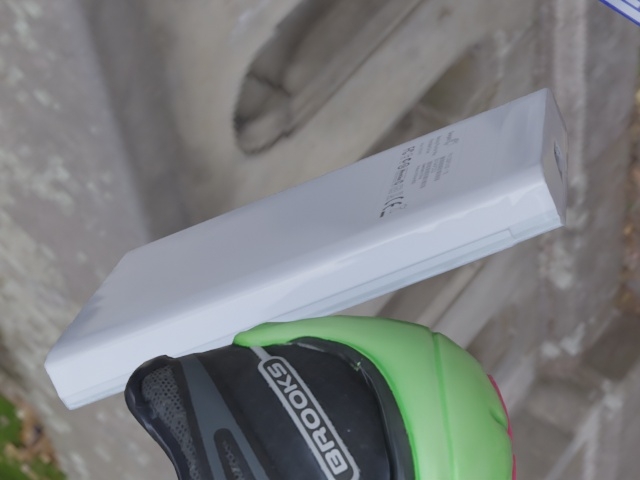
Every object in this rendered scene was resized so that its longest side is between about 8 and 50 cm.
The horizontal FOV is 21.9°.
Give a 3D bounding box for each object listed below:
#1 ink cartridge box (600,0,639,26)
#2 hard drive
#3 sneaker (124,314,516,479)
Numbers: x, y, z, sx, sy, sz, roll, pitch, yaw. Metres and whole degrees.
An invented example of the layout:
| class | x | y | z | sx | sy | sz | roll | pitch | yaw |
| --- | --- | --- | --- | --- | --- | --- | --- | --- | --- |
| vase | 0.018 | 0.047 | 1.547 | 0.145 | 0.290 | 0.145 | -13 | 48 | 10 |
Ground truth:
| class | x | y | z | sx | sy | sz | roll | pitch | yaw |
| --- | --- | --- | --- | --- | --- | --- | --- | --- | --- |
| ink cartridge box | -0.019 | -0.149 | 0.238 | 0.303 | 0.072 | 0.307 | 35 | -178 | 3 |
| hard drive | 0.000 | 0.000 | 1.007 | 0.307 | 0.203 | 0.040 | -21 | 104 | 15 |
| sneaker | -0.040 | 0.269 | 0.684 | 0.202 | 0.483 | 0.185 | 7 | 167 | 4 |
